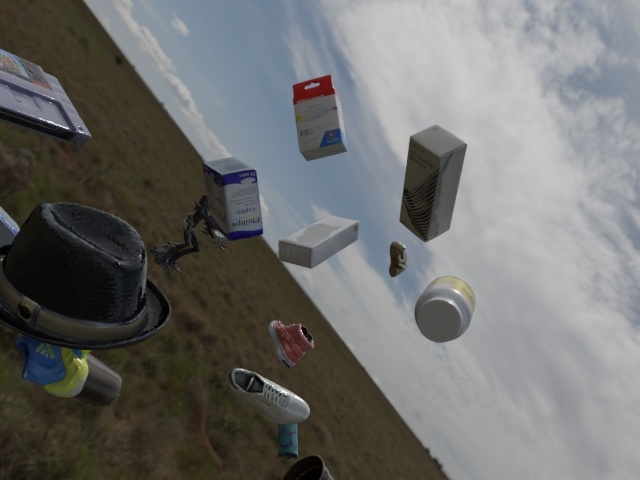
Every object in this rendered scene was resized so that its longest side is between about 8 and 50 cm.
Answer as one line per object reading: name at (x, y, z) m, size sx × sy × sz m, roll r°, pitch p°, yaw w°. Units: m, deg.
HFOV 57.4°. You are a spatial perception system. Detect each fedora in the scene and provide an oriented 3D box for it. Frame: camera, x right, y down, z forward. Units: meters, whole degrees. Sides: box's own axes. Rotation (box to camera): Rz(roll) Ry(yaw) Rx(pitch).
fedora at (-0.399, 0.035, 0.979) m, size 0.334 × 0.152 × 0.334 m, roll 19°, pitch 20°, yaw -7°

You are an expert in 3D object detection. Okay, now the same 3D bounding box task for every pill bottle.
pill bottle at (0.425, 0.236, 1.993) m, size 0.188 × 0.188 × 0.334 m, roll 53°, pitch 19°, yaw 6°

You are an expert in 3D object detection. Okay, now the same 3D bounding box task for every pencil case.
pencil case at (-0.102, 0.592, 1.798) m, size 0.070 × 0.065 × 0.151 m, roll 108°, pitch -17°, yaw -53°

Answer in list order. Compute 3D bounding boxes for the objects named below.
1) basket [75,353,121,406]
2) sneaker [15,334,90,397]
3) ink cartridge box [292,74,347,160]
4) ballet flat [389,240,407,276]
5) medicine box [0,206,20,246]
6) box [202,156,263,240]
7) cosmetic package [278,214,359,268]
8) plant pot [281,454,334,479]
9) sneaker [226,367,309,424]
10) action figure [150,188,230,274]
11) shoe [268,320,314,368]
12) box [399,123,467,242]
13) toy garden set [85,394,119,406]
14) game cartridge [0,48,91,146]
basket at (-0.795, 0.462, 1.969) m, size 0.204 × 0.154 × 0.227 m, roll 34°, pitch -14°, yaw 42°
sneaker at (-0.461, 0.152, 1.043) m, size 0.126 × 0.091 × 0.240 m, roll 22°, pitch 51°, yaw -29°
ink cartridge box at (-0.004, -0.371, 1.769) m, size 0.078 × 0.134 × 0.231 m, roll 41°, pitch 40°, yaw -68°
ballet flat at (0.312, 0.088, 2.331) m, size 0.067 × 0.073 × 0.206 m, roll 27°, pitch -31°, yaw 29°
medicine box at (-0.903, -0.070, 1.465) m, size 0.289 × 0.149 × 0.263 m, roll 21°, pitch -31°, yaw 56°
box at (-0.176, -0.084, 1.165) m, size 0.126 × 0.072 × 0.137 m, roll 33°, pitch -47°, yaw 57°
cosmetic package at (0.000, 0.000, 1.487) m, size 0.099 × 0.239 × 0.060 m, roll 15°, pitch -65°, yaw 29°
plant pot at (-0.011, 0.750, 1.709) m, size 0.165 × 0.167 × 0.167 m, roll 53°, pitch -5°, yaw -17°
sneaker at (-0.136, 0.401, 1.504) m, size 0.235 × 0.090 × 0.095 m, roll 24°, pitch -31°, yaw 0°
action figure at (-0.285, -0.029, 1.467) m, size 0.141 × 0.275 × 0.164 m, roll 45°, pitch 0°, yaw 9°
shoe at (-0.067, 0.224, 1.369) m, size 0.063 × 0.081 × 0.178 m, roll 49°, pitch 3°, yaw -24°
box at (0.274, -0.137, 1.448) m, size 0.113 × 0.094 × 0.275 m, roll 43°, pitch -31°, yaw 37°
toy garden set at (-0.936, 0.601, 2.263) m, size 0.244 × 0.049 × 0.204 m, roll 22°, pitch -27°, yaw -30°
game cartridge at (-0.722, -0.357, 1.368) m, size 0.230 × 0.068 × 0.355 m, roll 59°, pitch 15°, yaw 15°
